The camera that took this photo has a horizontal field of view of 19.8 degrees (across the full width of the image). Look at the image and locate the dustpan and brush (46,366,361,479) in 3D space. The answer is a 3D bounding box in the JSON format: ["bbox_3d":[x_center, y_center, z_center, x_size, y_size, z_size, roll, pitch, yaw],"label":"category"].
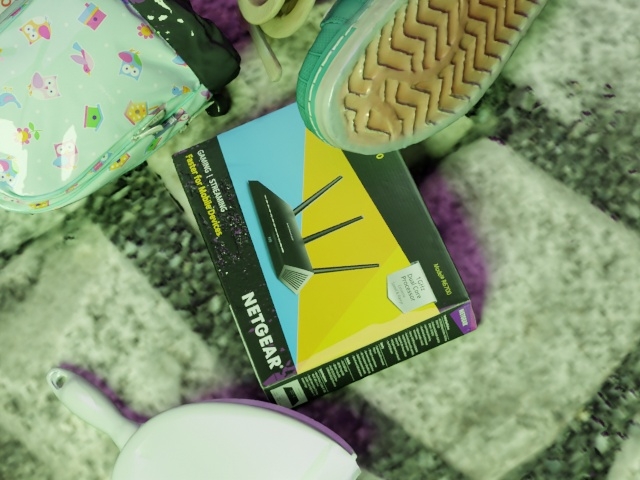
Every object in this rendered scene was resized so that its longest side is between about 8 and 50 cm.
[{"bbox_3d":[-0.090,0.131,1.070,0.211,0.060,0.147,35,86,20],"label":"dustpan and brush"}]

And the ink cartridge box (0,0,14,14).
[{"bbox_3d":[-0.168,-0.186,1.256,0.122,0.052,0.089,-20,60,2],"label":"ink cartridge box"}]

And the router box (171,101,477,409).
[{"bbox_3d":[0.000,0.000,1.120,0.133,0.046,0.179,-23,59,-1],"label":"router box"}]

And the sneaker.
[{"bbox_3d":[0.063,-0.165,1.158,0.121,0.108,0.302,15,49,37],"label":"sneaker"}]

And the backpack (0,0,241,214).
[{"bbox_3d":[-0.158,-0.100,1.157,0.182,0.115,0.152,-42,88,-3],"label":"backpack"}]

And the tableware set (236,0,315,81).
[{"bbox_3d":[-0.052,-0.209,1.191,0.039,0.128,0.194,3,43,-31],"label":"tableware set"}]
